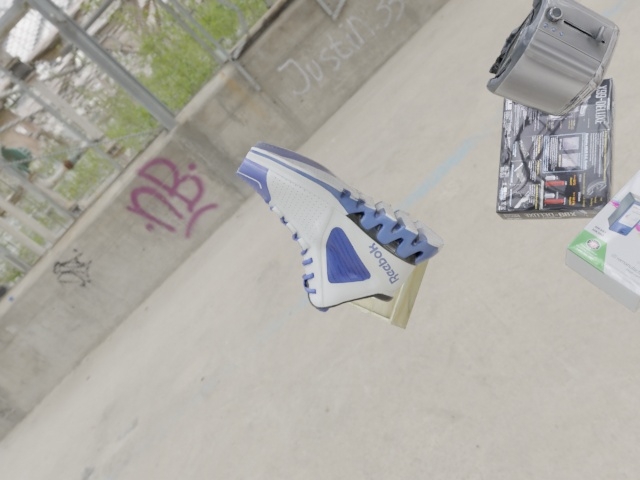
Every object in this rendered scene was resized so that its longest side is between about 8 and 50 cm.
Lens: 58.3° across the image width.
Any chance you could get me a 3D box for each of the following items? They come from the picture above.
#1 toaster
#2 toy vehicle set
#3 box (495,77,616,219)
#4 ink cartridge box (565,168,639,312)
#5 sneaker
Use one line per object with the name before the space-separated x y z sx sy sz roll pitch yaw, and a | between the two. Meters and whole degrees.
toaster | 0.374 -0.293 0.942 0.227 0.146 0.129 104 -168 -77
toy vehicle set | 0.124 0.072 1.186 0.267 0.035 0.166 13 83 69
box | 0.543 -0.205 1.325 0.242 0.076 0.308 -1 77 33
ink cartridge box | 0.582 -0.003 1.050 0.212 0.093 0.154 -44 57 -5
sneaker | 0.001 0.001 0.832 0.182 0.315 0.127 -60 3 14
